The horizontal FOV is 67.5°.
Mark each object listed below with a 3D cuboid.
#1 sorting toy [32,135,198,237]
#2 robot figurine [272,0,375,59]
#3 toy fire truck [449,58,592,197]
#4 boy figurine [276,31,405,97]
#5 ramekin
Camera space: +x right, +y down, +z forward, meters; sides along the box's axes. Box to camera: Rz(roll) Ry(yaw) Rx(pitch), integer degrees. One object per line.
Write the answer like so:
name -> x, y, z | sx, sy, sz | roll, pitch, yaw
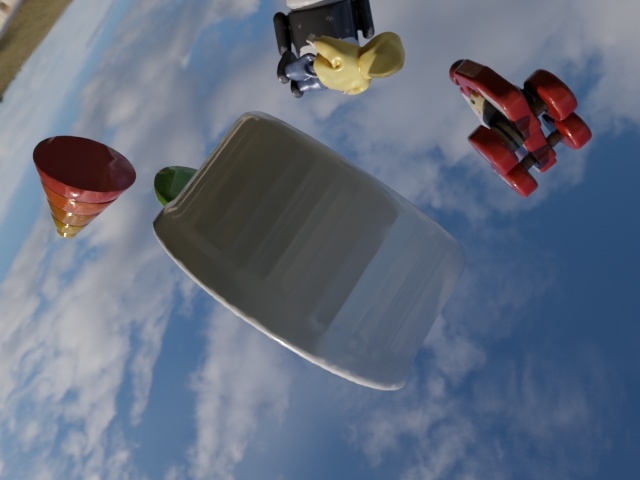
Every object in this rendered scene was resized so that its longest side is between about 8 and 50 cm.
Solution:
sorting toy -> -0.220, -0.031, 0.697 | 0.126, 0.366, 0.127 | -57, -142, 28
robot figurine -> 0.010, -0.544, 1.233 | 0.209, 0.278, 0.174 | -32, -146, -30
toy fire truck -> 0.357, -0.245, 0.941 | 0.169, 0.302, 0.254 | -47, -129, 16
boy figurine -> 0.040, -0.376, 1.016 | 0.285, 0.177, 0.092 | 1, -111, 37
ramekin -> 0.000, 0.000, 0.456 | 0.135, 0.277, 0.277 | -56, -141, 4
